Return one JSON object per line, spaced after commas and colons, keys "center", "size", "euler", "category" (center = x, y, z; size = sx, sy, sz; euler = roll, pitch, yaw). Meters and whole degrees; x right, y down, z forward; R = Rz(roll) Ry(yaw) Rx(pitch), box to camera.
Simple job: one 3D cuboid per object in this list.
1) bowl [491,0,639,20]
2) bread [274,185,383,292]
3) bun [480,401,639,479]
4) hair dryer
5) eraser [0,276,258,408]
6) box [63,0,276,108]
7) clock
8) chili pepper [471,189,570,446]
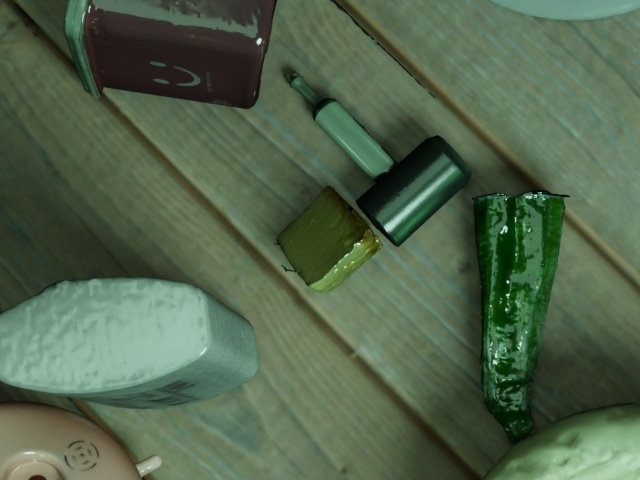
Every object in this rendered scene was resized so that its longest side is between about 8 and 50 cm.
{"center": [0.231, -0.384, 1.469], "size": [0.345, 0.157, 0.346], "euler": [-1, 82, 7], "category": "bowl"}
{"center": [0.000, 0.000, 1.461], "size": [0.084, 0.109, 0.080], "euler": [-43, 83, 3], "category": "bread"}
{"center": [0.289, 0.308, 1.333], "size": [0.359, 0.211, 0.360], "euler": [-4, 72, 13], "category": "bun"}
{"center": [0.040, -0.094, 1.502], "size": [0.100, 0.057, 0.198], "euler": [-44, 74, -3], "category": "hair dryer"}
{"center": [-0.157, 0.091, 1.379], "size": [0.174, 0.270, 0.095], "euler": [-7, 82, 5], "category": "eraser"}
{"center": [-0.118, -0.225, 1.425], "size": [0.167, 0.294, 0.193], "euler": [10, 83, -3], "category": "box"}
{"center": [-0.255, 0.251, 1.412], "size": [0.241, 0.142, 0.227], "euler": [18, 67, 0], "category": "clock"}
{"center": [0.178, 0.070, 1.455], "size": [0.088, 0.059, 0.227], "euler": [1, 83, 2], "category": "chili pepper"}
